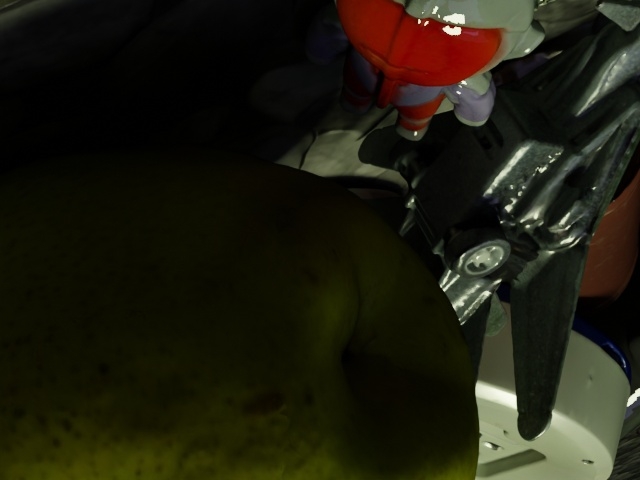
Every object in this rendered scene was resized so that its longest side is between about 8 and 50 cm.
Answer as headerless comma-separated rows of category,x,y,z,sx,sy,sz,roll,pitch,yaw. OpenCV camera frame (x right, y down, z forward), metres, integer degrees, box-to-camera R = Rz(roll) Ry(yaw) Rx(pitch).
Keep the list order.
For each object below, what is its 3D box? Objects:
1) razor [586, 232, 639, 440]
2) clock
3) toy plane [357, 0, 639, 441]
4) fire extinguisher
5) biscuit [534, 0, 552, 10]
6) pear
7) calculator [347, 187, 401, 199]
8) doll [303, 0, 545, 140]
razor,0.192,0.128,1.376,0.349,0.113,0.204,-35,-164,29
clock,0.093,0.104,1.099,0.230,0.083,0.230,11,154,6
toy plane,0.110,-0.051,0.791,0.088,0.212,0.267,2,136,-37
fire extinguisher,0.168,-0.028,1.043,0.147,0.106,0.337,-48,163,-5
biscuit,0.136,-0.182,0.645,0.147,0.046,0.250,-25,162,1
pear,-0.075,0.085,0.768,0.294,0.294,0.294,-22,161,-8
calculator,0.000,0.000,1.005,0.103,0.024,0.166,-35,161,26
doll,0.045,-0.100,0.688,0.102,0.075,0.227,22,159,2
